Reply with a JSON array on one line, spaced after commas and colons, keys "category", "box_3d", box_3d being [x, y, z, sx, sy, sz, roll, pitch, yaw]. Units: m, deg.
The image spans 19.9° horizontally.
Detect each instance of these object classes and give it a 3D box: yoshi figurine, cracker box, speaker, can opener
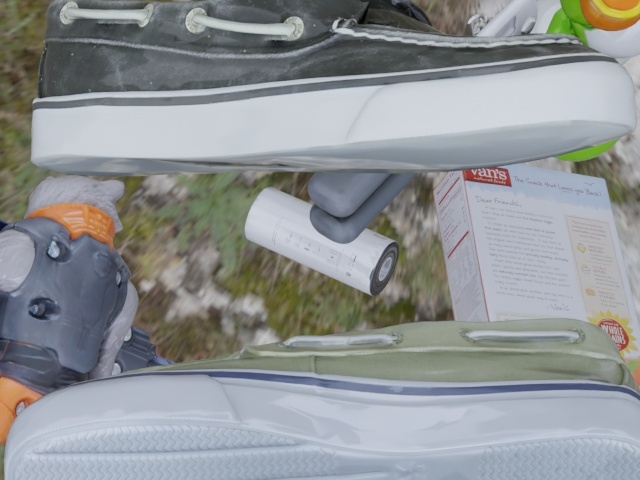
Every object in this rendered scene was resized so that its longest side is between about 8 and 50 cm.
[{"category": "yoshi figurine", "box_3d": [0.286, -0.184, 1.804, 0.203, 0.362, 0.203, 35, 74, -1]}, {"category": "cracker box", "box_3d": [0.197, 0.041, 1.637, 0.155, 0.232, 0.067, 9, 143, -21]}, {"category": "speaker", "box_3d": [0.000, 0.000, 1.657, 0.136, 0.055, 0.055, 23, 102, 21]}, {"category": "can opener", "box_3d": [0.101, -0.100, 1.464, 0.093, 0.074, 0.280, 36, 63, 26]}]

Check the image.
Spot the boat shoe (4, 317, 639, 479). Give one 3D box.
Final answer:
[{"category": "boat shoe", "box_3d": [0.006, 0.091, 0.854, 0.302, 0.094, 0.109, 1, 127, -6]}]

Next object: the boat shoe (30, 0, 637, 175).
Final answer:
[{"category": "boat shoe", "box_3d": [-0.005, -0.058, 0.586, 0.219, 0.078, 0.070, 1, 87, 30]}]

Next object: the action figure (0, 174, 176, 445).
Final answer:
[{"category": "action figure", "box_3d": [-0.181, 0.107, 1.404, 0.178, 0.341, 0.330, -13, 69, 38]}]
